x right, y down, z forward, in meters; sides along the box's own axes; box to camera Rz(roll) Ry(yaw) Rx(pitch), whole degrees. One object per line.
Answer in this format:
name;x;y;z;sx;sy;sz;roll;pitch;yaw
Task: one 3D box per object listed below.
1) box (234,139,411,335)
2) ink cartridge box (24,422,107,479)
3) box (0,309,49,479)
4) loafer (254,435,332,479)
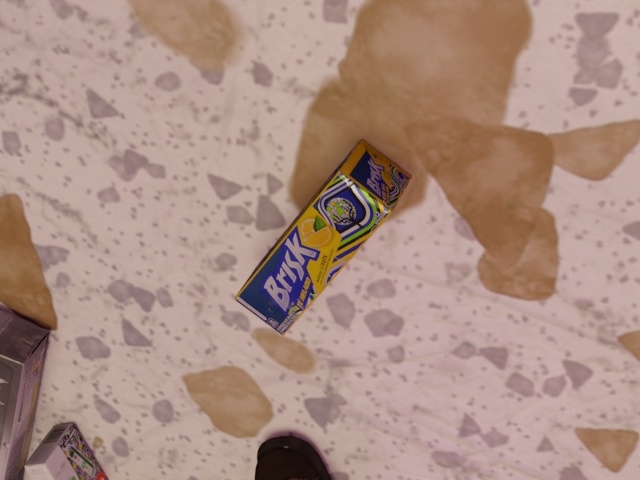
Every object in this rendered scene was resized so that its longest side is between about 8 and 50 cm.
box;0.000;0.000;1.162;0.054;0.059;0.169;37;126;-3
ink cartridge box;-0.240;0.243;1.407;0.029;0.063;0.115;-12;117;29
box;-0.371;0.149;1.396;0.183;0.056;0.231;21;128;6
loafer;-0.006;0.287;1.340;0.080;0.078;0.220;-20;113;30
